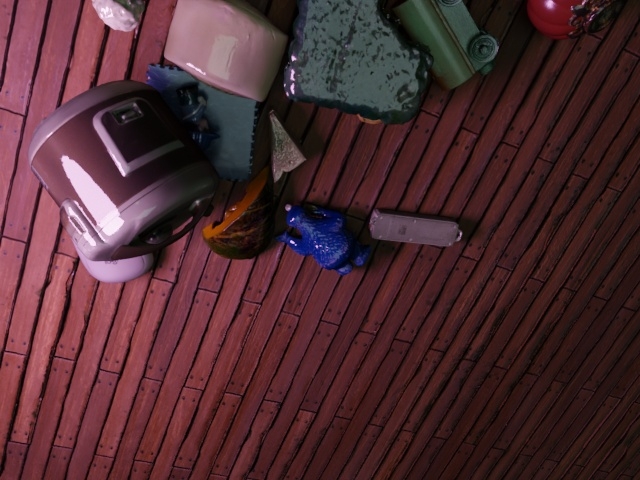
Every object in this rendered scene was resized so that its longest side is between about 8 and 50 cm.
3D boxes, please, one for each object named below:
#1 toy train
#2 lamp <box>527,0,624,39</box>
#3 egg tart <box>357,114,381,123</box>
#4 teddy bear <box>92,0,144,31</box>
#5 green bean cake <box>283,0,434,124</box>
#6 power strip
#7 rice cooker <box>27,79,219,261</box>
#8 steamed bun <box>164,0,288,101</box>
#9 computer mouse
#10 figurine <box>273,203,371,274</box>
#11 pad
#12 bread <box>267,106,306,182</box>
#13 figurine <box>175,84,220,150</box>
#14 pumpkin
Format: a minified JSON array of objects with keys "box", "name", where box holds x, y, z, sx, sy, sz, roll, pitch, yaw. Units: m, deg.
[{"box":[0.290,-0.486,1.288,0.177,0.116,0.285,-31,118,19],"name":"toy train"},{"box":[0.573,-0.568,1.243,0.226,0.227,0.227,-4,116,-8],"name":"lamp"},{"box":[0.133,-0.350,1.354,0.128,0.049,0.129,-4,113,-10],"name":"egg tart"},{"box":[-0.321,-0.644,0.972,0.362,0.376,0.327,-31,140,31],"name":"teddy bear"},{"box":[0.090,-0.429,1.212,0.307,0.169,0.300,13,107,-4],"name":"green bean cake"},{"box":[0.259,-0.035,1.527,0.272,0.052,0.078,5,114,-13],"name":"power strip"},{"box":[-0.402,-0.132,1.173,0.335,0.335,0.325,-35,92,8],"name":"rice cooker"},{"box":[-0.202,-0.424,1.197,0.250,0.155,0.200,20,105,-18],"name":"steamed bun"},{"box":[-0.527,-0.017,1.363,0.184,0.121,0.297,-9,118,-4],"name":"computer mouse"},{"box":[0.009,-0.002,1.460,0.262,0.121,0.164,26,112,-18],"name":"figurine"},{"box":[-0.288,-0.277,1.338,0.269,0.012,0.269,3,115,-11],"name":"pad"},{"box":[-0.113,-0.233,1.352,0.105,0.077,0.152,-34,115,6],"name":"bread"},{"box":[-0.293,-0.281,1.288,0.086,0.087,0.149,5,120,30],"name":"figurine"},{"box":[-0.168,-0.034,1.424,0.278,0.111,0.163,-45,119,11],"name":"pumpkin"}]
